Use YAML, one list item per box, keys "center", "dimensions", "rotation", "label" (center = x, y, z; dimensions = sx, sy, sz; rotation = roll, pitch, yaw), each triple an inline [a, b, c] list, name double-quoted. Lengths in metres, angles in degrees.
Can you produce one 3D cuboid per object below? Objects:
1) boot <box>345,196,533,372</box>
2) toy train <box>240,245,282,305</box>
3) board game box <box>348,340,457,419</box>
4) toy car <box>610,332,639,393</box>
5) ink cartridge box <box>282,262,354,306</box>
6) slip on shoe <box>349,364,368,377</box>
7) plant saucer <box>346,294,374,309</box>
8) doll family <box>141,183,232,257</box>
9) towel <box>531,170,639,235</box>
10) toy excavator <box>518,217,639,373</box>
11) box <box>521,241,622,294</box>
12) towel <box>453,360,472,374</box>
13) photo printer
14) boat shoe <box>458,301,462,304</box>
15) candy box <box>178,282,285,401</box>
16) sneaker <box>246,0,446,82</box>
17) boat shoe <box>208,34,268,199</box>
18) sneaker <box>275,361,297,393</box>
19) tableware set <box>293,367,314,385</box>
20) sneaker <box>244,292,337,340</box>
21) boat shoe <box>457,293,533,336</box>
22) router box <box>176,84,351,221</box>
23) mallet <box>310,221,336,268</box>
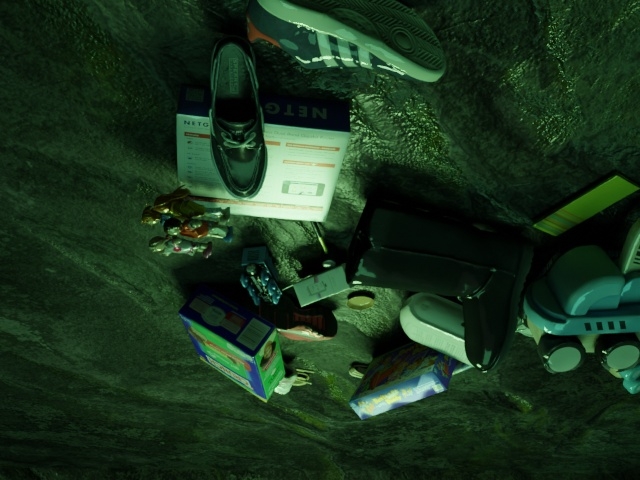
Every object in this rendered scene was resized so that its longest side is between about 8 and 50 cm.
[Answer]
- center: [0.270, 0.118, 1.623]
  dimensions: [0.445, 0.367, 0.146]
  rotation: [11, -178, -23]
  label: "boot"
- center: [-0.153, 0.097, 1.761]
  dimensions: [0.080, 0.105, 0.184]
  rotation: [-5, 145, 14]
  label: "toy train"
- center: [0.274, 0.424, 2.136]
  dimensions: [0.347, 0.233, 0.078]
  rotation: [-32, 101, 37]
  label: "board game box"
- center: [0.960, 0.297, 2.047]
  dimensions: [0.238, 0.219, 0.210]
  rotation: [-39, 137, 3]
  label: "toy car"
- center: [0.010, 0.117, 1.782]
  dimensions: [0.198, 0.067, 0.115]
  rotation: [-22, 178, 28]
  label: "ink cartridge box"
- center: [0.169, 0.466, 2.361]
  dimensions: [0.135, 0.051, 0.041]
  rotation: [17, 145, -11]
  label: "slip on shoe"
- center: [0.117, 0.179, 1.967]
  dimensions: [0.083, 0.015, 0.083]
  rotation: [0, 146, 0]
  label: "plant saucer"
- center: [-0.293, -0.043, 1.425]
  dimensions: [0.163, 0.118, 0.263]
  rotation: [9, 163, -23]
  label: "doll family"
- center: [0.628, -0.084, 1.592]
  dimensions: [0.102, 0.021, 0.237]
  rotation: [18, 141, -34]
  label: "towel"
- center: [0.721, 0.080, 1.603]
  dimensions: [0.432, 0.222, 0.445]
  rotation: [-3, 124, -1]
  label: "toy excavator"
- center: [0.743, 0.123, 1.852]
  dimensions: [0.295, 0.073, 0.293]
  rotation: [6, 144, -8]
  label: "box"
- center: [0.423, 0.389, 2.158]
  dimensions: [0.285, 0.209, 0.034]
  rotation: [-32, 90, 38]
  label: "towel"
- center: [0.375, 0.257, 1.911]
  dimensions: [0.307, 0.107, 0.256]
  rotation: [22, 161, 14]
  label: "photo printer"
- center: [0.488, 0.223, 1.992]
  dimensions: [0.183, 0.065, 0.083]
  rotation: [5, 149, -5]
  label: "boat shoe"
- center: [-0.249, 0.301, 1.942]
  dimensions: [0.268, 0.122, 0.317]
  rotation: [27, 152, 21]
  label: "candy box"
- center: [0.039, -0.336, 1.127]
  dimensions: [0.350, 0.131, 0.148]
  rotation: [19, 148, -18]
  label: "sneaker"
- center: [-0.147, -0.207, 1.192]
  dimensions: [0.108, 0.102, 0.301]
  rotation: [-1, 113, -6]
  label: "boat shoe"
- center: [-0.184, 0.431, 2.268]
  dimensions: [0.252, 0.103, 0.111]
  rotation: [23, 127, -28]
  label: "sneaker"
- center: [-0.133, 0.497, 2.407]
  dimensions: [0.194, 0.039, 0.128]
  rotation: [14, 143, -21]
  label: "tableware set"
- center: [-0.105, 0.244, 1.971]
  dimensions: [0.313, 0.116, 0.136]
  rotation: [23, 143, -29]
  label: "sneaker"
- center: [0.500, 0.189, 1.852]
  dimensions: [0.320, 0.103, 0.118]
  rotation: [36, 146, -22]
  label: "boat shoe"
- center: [-0.126, -0.168, 1.392]
  dimensions: [0.335, 0.082, 0.301]
  rotation: [5, 145, -9]
  label: "router box"
- center: [0.000, 0.000, 1.659]
  dimensions: [0.039, 0.062, 0.190]
  rotation: [-12, 144, 12]
  label: "mallet"
